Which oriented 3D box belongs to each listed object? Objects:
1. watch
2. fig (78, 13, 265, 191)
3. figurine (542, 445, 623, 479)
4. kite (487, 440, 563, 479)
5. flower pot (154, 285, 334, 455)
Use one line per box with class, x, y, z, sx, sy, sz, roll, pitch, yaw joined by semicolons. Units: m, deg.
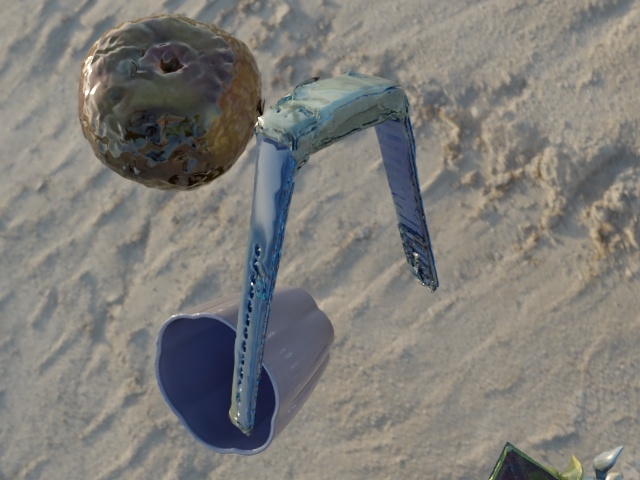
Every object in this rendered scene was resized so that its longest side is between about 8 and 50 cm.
watch;-0.009;0.001;0.837;0.276;0.274;0.068;-35;42;-28
fig;-0.226;-0.181;1.438;0.286;0.368;0.286;1;69;-1
figurine;0.350;0.373;1.276;0.184;0.128;0.208;37;70;13
kite;0.121;0.174;0.499;0.222;0.008;0.125;-12;71;-5
flower pot;-0.114;0.202;1.548;0.265;0.243;0.265;12;113;29
